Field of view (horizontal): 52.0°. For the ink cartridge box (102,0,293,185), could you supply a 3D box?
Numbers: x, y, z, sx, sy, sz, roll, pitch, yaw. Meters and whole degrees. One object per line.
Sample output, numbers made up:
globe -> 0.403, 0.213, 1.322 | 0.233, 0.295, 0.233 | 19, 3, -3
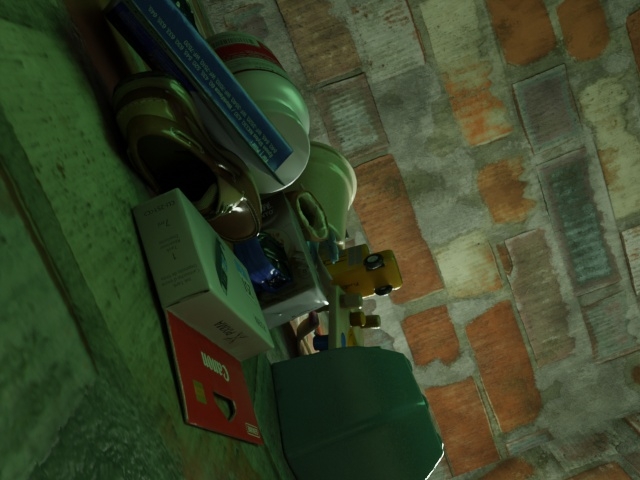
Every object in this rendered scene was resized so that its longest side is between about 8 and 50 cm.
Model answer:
ink cartridge box -> -0.168, -0.228, 0.927 | 0.304, 0.072, 0.307 | 50, -9, -25

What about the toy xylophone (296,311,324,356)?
toy xylophone -> 0.007, 0.347, 1.824 | 0.236, 0.081, 0.323 | -108, 177, -71

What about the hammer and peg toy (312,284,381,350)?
hammer and peg toy -> 0.066, 0.313, 1.589 | 0.266, 0.127, 0.361 | 51, 36, -60

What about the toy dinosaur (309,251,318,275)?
toy dinosaur -> -0.073, 0.126, 1.531 | 0.296, 0.127, 0.200 | 91, -6, -49

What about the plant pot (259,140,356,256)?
plant pot -> -0.047, -0.070, 1.924 | 0.305, 0.333, 0.334 | -94, 166, -49

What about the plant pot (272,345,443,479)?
plant pot -> 0.079, 0.343, 1.214 | 0.247, 0.252, 0.248 | -107, 175, -61

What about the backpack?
backpack -> -0.117, 0.044, 1.248 | 0.098, 0.101, 0.120 | 63, 7, 31

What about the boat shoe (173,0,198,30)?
boat shoe -> -0.280, -0.413, 1.216 | 0.158, 0.127, 0.340 | 61, 2, -7

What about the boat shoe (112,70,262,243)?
boat shoe -> -0.176, -0.080, 0.898 | 0.324, 0.122, 0.120 | 54, 18, -51

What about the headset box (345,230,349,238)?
headset box -> -0.066, -0.104, 2.256 | 0.131, 0.246, 0.283 | -103, 173, -82

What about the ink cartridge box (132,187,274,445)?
ink cartridge box -> -0.122, 0.112, 0.834 | 0.296, 0.066, 0.261 | 64, 3, -66

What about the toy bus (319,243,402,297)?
toy bus -> 0.047, 0.101, 1.781 | 0.130, 0.332, 0.108 | -88, 159, -60

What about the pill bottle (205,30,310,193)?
pill bottle -> -0.155, -0.272, 1.379 | 0.408, 0.229, 0.229 | -116, -177, -52

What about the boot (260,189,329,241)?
boot -> -0.070, -0.012, 1.622 | 0.269, 0.089, 0.236 | 0, -51, 54

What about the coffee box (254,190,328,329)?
coffee box -> -0.094, 0.040, 1.373 | 0.098, 0.141, 0.247 | 59, 8, -58

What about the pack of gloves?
pack of gloves -> 0.000, 0.000, 1.648 | 0.232, 0.046, 0.195 | 59, -29, 36
